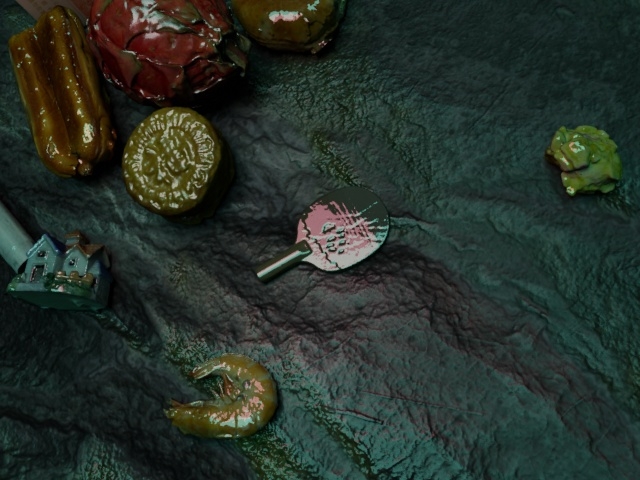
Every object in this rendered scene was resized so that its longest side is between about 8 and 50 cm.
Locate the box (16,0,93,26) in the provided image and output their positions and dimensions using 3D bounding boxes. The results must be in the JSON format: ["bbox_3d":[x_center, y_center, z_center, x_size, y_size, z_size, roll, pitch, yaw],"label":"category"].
[{"bbox_3d":[-0.478,-0.497,1.239,0.201,0.141,0.058,-32,63,3],"label":"box"}]

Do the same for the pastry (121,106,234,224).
[{"bbox_3d":[-0.239,-0.124,1.068,0.188,0.103,0.189,-1,85,14],"label":"pastry"}]

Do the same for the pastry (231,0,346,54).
[{"bbox_3d":[-0.047,-0.431,1.120,0.218,0.100,0.229,-28,68,4],"label":"pastry"}]

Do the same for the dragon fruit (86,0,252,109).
[{"bbox_3d":[-0.252,-0.340,1.080,0.298,0.244,0.245,17,79,14],"label":"dragon fruit"}]

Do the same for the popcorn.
[{"bbox_3d":[0.381,-0.117,0.918,0.109,0.089,0.097,25,46,12],"label":"popcorn"}]

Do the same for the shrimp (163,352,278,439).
[{"bbox_3d":[-0.155,0.243,0.985,0.187,0.052,0.133,-5,54,9],"label":"shrimp"}]

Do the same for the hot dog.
[{"bbox_3d":[-0.470,-0.271,1.184,0.158,0.117,0.349,-28,71,10],"label":"hot dog"}]

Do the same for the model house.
[{"bbox_3d":[-0.431,0.039,1.088,0.148,0.119,0.149,-3,65,15],"label":"model house"}]

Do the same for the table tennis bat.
[{"bbox_3d":[0.000,0.000,1.024,0.234,0.022,0.131,-29,70,3],"label":"table tennis bat"}]

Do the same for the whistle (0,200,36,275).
[{"bbox_3d":[-0.614,-0.047,1.186,0.312,0.062,0.062,42,88,22],"label":"whistle"}]
